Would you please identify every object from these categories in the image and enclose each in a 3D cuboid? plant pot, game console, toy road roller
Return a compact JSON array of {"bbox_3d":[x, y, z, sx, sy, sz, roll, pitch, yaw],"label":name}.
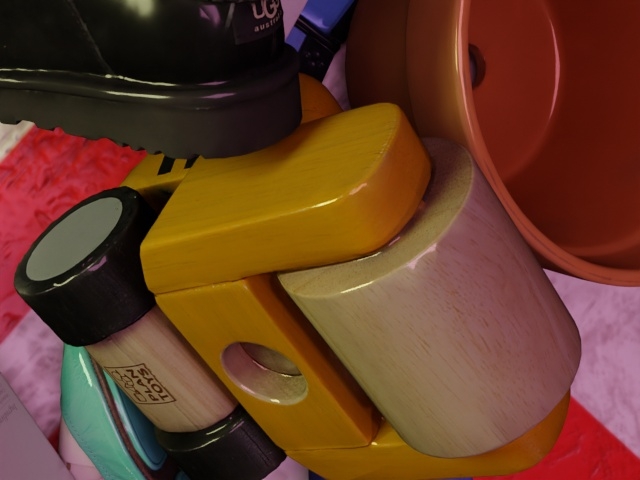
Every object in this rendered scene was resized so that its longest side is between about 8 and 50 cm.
[{"bbox_3d":[0.152,-0.122,0.771,0.290,0.203,0.291,-3,95,-29],"label":"plant pot"},{"bbox_3d":[-0.027,-0.176,0.802,0.122,0.071,0.107,35,46,-14],"label":"game console"},{"bbox_3d":[0.000,0.000,0.697,0.202,0.329,0.241,54,46,-29],"label":"toy road roller"}]

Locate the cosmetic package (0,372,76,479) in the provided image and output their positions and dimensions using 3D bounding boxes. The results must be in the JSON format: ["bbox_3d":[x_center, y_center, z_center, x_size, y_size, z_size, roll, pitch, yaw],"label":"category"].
[{"bbox_3d":[-0.265,0.115,0.714,0.117,0.085,0.231,-31,98,16],"label":"cosmetic package"}]

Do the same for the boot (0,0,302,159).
[{"bbox_3d":[-0.156,-0.199,0.577,0.347,0.131,0.260,11,123,21],"label":"boot"}]

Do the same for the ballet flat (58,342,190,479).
[{"bbox_3d":[-0.130,0.169,0.779,0.087,0.083,0.247,-31,97,5],"label":"ballet flat"}]

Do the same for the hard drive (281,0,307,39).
[{"bbox_3d":[-0.143,-0.257,0.653,0.353,0.233,0.047,20,44,-16],"label":"hard drive"}]

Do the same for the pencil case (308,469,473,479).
[{"bbox_3d":[0.057,0.221,0.813,0.133,0.119,0.306,-5,92,-27],"label":"pencil case"}]
